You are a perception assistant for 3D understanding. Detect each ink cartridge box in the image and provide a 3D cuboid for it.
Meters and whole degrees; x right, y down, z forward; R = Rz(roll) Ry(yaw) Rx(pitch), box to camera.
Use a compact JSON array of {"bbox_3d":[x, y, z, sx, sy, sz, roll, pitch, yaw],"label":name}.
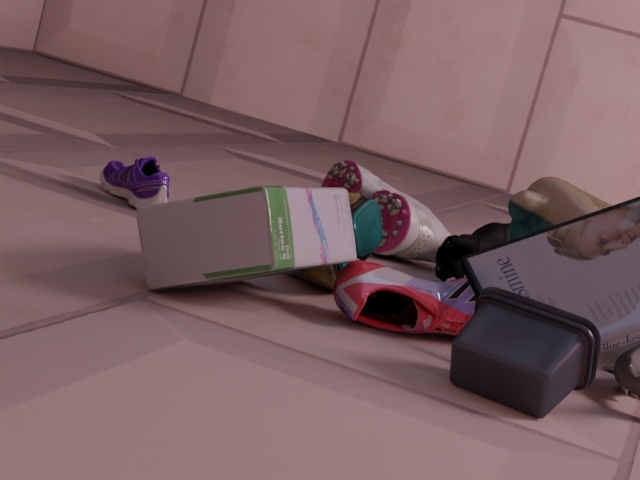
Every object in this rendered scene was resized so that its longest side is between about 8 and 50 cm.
[{"bbox_3d":[-0.074,-0.005,1.469,0.154,0.093,0.212,-9,-1,24],"label":"ink cartridge box"}]

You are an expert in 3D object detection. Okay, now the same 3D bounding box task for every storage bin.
[{"bbox_3d":[0.194,0.122,1.359,0.135,0.098,0.091,21,38,28],"label":"storage bin"}]

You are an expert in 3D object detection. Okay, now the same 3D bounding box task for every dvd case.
[{"bbox_3d":[0.301,0.044,1.505,0.253,0.022,0.180,-19,47,-3],"label":"dvd case"}]

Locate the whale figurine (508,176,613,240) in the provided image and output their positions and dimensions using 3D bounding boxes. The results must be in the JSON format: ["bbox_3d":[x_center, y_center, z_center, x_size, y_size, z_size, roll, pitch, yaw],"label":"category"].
[{"bbox_3d":[0.322,0.018,1.707,0.216,0.141,0.272,27,12,-4],"label":"whale figurine"}]

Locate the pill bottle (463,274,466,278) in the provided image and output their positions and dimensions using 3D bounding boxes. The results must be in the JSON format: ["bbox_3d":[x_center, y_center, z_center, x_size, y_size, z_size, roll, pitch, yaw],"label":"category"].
[{"bbox_3d":[0.257,0.082,1.655,0.169,0.094,0.094,20,10,27],"label":"pill bottle"}]

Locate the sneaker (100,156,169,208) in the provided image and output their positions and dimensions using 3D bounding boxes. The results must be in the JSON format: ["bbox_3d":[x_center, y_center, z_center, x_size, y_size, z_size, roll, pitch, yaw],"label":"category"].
[{"bbox_3d":[-0.252,-0.088,1.926,0.068,0.071,0.170,9,10,-37],"label":"sneaker"}]

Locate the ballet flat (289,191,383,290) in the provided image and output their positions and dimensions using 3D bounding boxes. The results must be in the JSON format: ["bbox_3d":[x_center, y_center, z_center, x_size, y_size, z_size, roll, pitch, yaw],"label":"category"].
[{"bbox_3d":[0.000,0.000,1.734,0.123,0.123,0.348,17,9,9],"label":"ballet flat"}]

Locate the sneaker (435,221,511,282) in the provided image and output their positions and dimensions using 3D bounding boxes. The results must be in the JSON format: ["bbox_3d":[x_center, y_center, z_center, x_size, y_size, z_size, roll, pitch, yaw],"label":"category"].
[{"bbox_3d":[0.224,0.025,1.943,0.130,0.109,0.286,11,8,-3],"label":"sneaker"}]

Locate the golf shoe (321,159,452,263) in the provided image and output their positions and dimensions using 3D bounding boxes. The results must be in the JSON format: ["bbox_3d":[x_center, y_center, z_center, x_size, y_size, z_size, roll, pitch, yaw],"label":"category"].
[{"bbox_3d":[0.096,-0.035,2.137,0.140,0.115,0.306,23,11,-30],"label":"golf shoe"}]

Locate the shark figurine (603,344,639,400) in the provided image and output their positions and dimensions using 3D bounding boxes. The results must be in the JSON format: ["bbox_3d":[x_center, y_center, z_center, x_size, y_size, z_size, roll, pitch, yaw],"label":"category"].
[{"bbox_3d":[0.383,0.127,1.545,0.166,0.116,0.278,19,8,32],"label":"shark figurine"}]

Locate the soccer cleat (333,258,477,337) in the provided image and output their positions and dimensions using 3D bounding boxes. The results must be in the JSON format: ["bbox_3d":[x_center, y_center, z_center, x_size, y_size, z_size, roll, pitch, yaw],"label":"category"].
[{"bbox_3d":[0.133,0.080,1.549,0.248,0.083,0.095,12,25,-17],"label":"soccer cleat"}]
